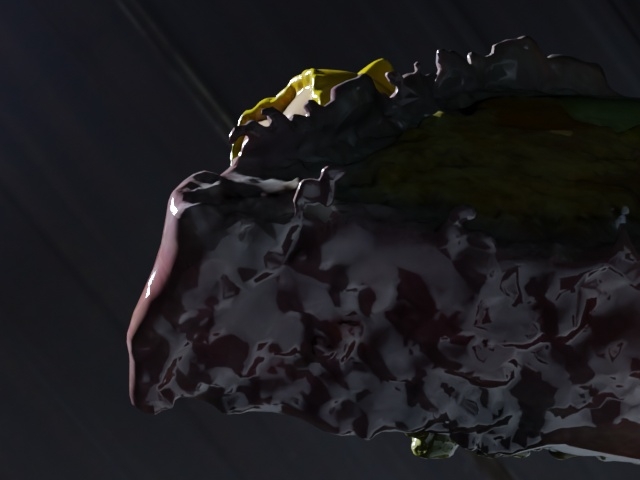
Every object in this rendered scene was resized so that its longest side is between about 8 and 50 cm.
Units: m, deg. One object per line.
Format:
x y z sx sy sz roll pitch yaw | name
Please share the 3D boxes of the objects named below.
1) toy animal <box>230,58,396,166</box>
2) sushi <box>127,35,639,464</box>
-0.001 -0.003 0.888 0.230 0.156 0.156 -67 -8 32 | toy animal
0.074 0.016 0.416 0.161 0.107 0.241 26 29 33 | sushi
